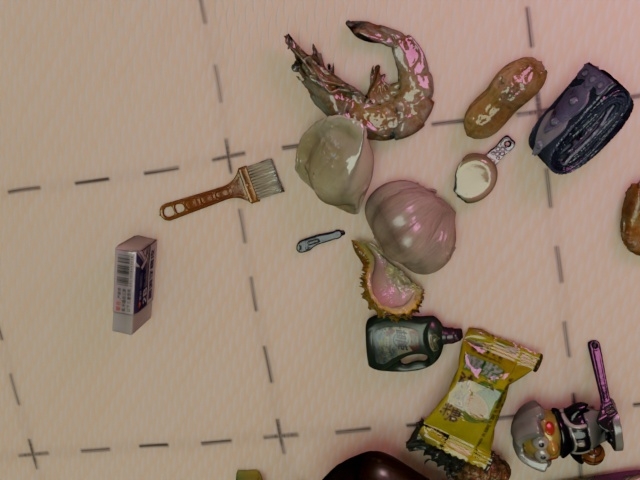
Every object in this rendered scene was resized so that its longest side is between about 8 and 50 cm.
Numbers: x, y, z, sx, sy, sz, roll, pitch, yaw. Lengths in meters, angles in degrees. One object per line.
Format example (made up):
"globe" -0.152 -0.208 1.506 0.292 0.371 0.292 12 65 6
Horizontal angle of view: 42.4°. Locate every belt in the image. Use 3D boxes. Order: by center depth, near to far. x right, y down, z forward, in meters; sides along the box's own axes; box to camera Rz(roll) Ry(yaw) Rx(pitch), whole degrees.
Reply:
"belt" 0.529 -0.251 1.702 0.122 0.128 0.218 24 115 -36

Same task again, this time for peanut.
"peanut" 0.382 -0.300 1.733 0.099 0.099 0.214 44 113 -3

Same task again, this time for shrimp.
"shrimp" 0.704 -0.057 1.761 0.133 0.051 0.187 -8 109 -7
"shrimp" 0.083 -0.361 1.779 0.360 0.085 0.246 31 99 -2

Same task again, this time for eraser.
"eraser" -0.446 0.105 1.973 0.068 0.124 0.210 9 107 7

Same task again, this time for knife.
"knife" 0.000 0.000 1.917 0.121 0.018 0.031 -17 94 14

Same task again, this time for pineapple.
"pineapple" 0.321 0.518 1.946 0.248 0.128 0.128 31 108 6

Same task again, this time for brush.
"brush" -0.241 -0.105 1.937 0.315 0.017 0.090 -18 98 15

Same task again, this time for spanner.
"spanner" 0.620 0.320 1.825 0.046 0.012 0.208 -5 66 4

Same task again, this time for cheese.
"cheese" 0.348 -0.160 1.793 0.092 0.047 0.171 24 108 1

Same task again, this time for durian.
"durian" 0.133 0.093 1.884 0.140 0.078 0.224 -33 84 -26

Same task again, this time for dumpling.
"dumpling" 0.026 -0.171 1.803 0.179 0.131 0.252 28 141 22

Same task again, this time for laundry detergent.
"laundry detergent" 0.219 0.237 1.911 0.222 0.078 0.144 -2 106 9

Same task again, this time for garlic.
"garlic" 0.196 -0.029 1.812 0.229 0.143 0.178 47 109 5

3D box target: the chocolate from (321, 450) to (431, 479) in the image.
"chocolate" 0.148 0.655 1.907 0.331 0.384 0.384 47 108 5

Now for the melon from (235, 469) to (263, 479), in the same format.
"melon" -0.115 0.650 2.092 0.210 0.064 0.117 2 100 8

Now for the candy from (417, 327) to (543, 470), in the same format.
"candy" 0.363 0.358 1.882 0.187 0.081 0.297 24 88 9

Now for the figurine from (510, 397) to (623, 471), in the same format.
"figurine" 0.555 0.443 1.875 0.237 0.133 0.175 -9 111 8

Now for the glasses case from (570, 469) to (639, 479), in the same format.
"glasses case" 0.654 0.614 1.928 0.317 0.076 0.123 -15 102 14
